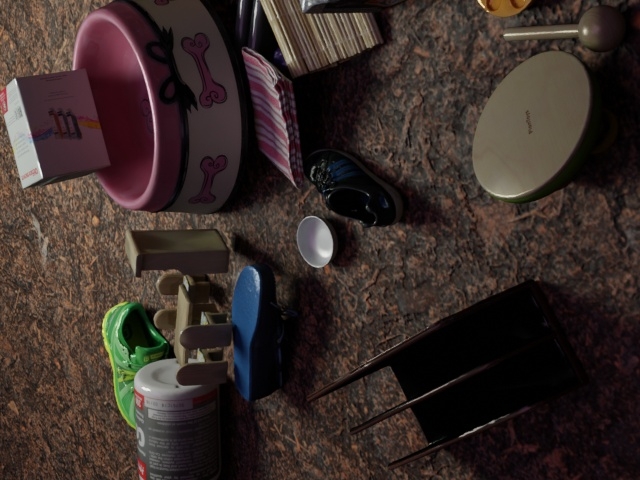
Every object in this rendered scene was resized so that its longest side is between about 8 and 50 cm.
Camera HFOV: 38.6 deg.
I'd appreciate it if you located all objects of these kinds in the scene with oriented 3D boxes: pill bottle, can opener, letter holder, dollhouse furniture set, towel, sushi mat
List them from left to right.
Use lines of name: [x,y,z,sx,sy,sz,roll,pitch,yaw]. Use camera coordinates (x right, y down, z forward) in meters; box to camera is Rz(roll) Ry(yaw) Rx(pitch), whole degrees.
dollhouse furniture set: [-0.260,0.110,1.611,0.212,0.161,0.242,-130,43,-58]
pill bottle: [-0.271,0.384,1.751,0.161,0.161,0.283,16,112,44]
can opener: [-0.109,-0.377,1.427,0.074,0.093,0.280,36,130,40]
towel: [-0.077,-0.190,1.423,0.144,0.029,0.197,48,152,47]
sushi mat: [-0.035,-0.397,1.296,0.151,0.019,0.317,-19,101,22]
letter holder: [0.152,0.199,1.208,0.302,0.214,0.152,-38,73,45]

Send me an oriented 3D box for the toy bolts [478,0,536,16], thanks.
toy bolts: [0.203,-0.378,1.037,0.228,0.158,0.218,-14,90,48]

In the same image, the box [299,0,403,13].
box: [0.046,-0.436,1.184,0.142,0.163,0.247,-13,91,47]

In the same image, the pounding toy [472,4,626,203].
pounding toy: [0.286,-0.142,1.077,0.183,0.110,0.237,-1,71,58]

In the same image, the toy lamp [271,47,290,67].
toy lamp: [-0.035,-0.397,1.349,0.080,0.080,0.275,22,118,42]

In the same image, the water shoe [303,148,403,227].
water shoe: [0.032,-0.082,1.358,0.203,0.080,0.073,30,121,38]

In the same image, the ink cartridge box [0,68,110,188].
ink cartridge box: [-0.462,-0.191,1.583,0.128,0.127,0.176,-8,96,57]

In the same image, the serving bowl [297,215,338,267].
serving bowl: [0.000,0.000,1.455,0.083,0.027,0.083,14,110,44]

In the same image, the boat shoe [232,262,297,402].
boat shoe: [-0.099,0.150,1.564,0.109,0.089,0.258,45,136,46]

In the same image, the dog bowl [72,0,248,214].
dog bowl: [-0.293,-0.230,1.572,0.408,0.150,0.408,26,123,49]

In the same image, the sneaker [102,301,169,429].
sneaker: [-0.362,0.263,1.854,0.123,0.109,0.296,-34,75,50]
